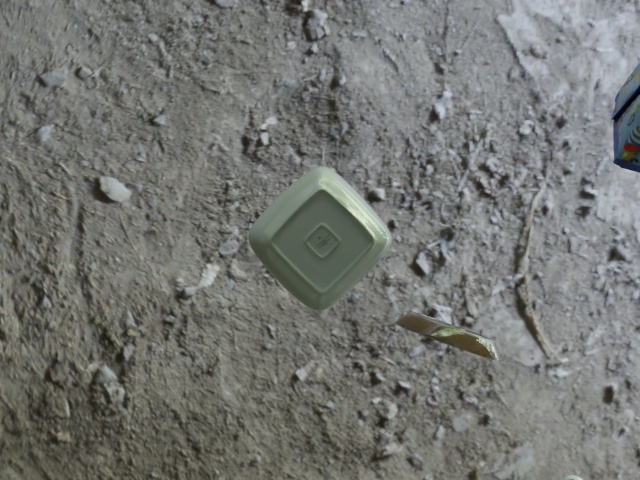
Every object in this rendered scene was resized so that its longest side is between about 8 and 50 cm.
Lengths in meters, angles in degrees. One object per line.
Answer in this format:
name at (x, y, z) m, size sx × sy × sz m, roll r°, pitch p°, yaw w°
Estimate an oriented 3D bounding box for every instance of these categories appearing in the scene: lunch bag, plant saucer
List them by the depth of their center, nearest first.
plant saucer at (0.198, 0.143, 0.997) m, size 0.168 × 0.168 × 0.029 m, roll 19°, pitch 88°, yaw -28°
lunch bag at (0.573, -0.257, 1.035) m, size 0.138 × 0.293 × 0.221 m, roll 21°, pitch 130°, yaw -1°

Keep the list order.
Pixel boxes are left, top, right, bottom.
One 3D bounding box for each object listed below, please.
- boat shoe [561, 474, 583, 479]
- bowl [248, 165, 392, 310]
boat shoe at (0.551, 0.581, 1.360) m, size 0.229 × 0.080 × 0.076 m, roll 68°, pitch 25°, yaw -8°
bowl at (0.000, 0.000, 0.755) m, size 0.142 × 0.053 × 0.142 m, roll -44°, pitch 95°, yaw 1°
